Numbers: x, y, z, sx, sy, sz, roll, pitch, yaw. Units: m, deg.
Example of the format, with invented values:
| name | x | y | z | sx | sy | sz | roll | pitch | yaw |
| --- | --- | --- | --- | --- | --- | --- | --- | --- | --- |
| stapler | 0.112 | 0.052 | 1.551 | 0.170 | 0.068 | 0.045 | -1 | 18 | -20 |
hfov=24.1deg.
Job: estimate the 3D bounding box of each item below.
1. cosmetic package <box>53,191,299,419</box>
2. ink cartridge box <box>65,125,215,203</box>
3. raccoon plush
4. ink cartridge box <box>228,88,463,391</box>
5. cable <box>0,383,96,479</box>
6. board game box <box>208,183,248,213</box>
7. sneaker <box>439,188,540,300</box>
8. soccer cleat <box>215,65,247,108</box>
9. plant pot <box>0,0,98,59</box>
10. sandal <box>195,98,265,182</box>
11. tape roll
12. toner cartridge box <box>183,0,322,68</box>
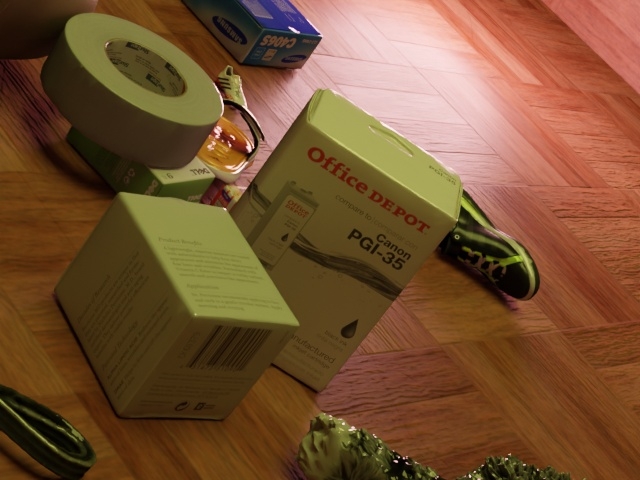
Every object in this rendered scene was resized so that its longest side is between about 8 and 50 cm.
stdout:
| name | x | y | z | sx | sy | sz | roll | pitch | yaw |
| --- | --- | --- | --- | --- | --- | --- | --- | --- | --- |
| cosmetic package | -0.152 | 0.070 | 1.560 | 0.151 | 0.151 | 0.183 | 9 | 37 | -45 |
| ink cartridge box | -0.206 | -0.086 | 1.860 | 0.209 | 0.062 | 0.109 | 46 | 27 | 19 |
| raccoon plush | 0.225 | 0.283 | 1.639 | 0.446 | 0.216 | 0.299 | 42 | 18 | 12 |
| ink cartridge box | 0.000 | 0.000 | 1.717 | 0.207 | 0.283 | 0.117 | 33 | 25 | -8 |
| cable | -0.318 | 0.108 | 1.358 | 0.287 | 0.072 | 0.139 | 37 | 5 | 7 |
| board game box | -0.034 | -0.003 | 1.958 | 0.193 | 0.045 | 0.146 | 6 | 39 | -47 |
| sneaker | 0.223 | 0.014 | 2.248 | 0.097 | 0.084 | 0.234 | -29 | 64 | -37 |
| soccer cleat | -0.129 | -0.226 | 2.229 | 0.029 | 0.035 | 0.083 | 12 | 34 | -42 |
| plant pot | -0.417 | -0.345 | 1.809 | 0.323 | 0.323 | 0.280 | 50 | 11 | 25 |
| sandal | -0.119 | -0.144 | 2.013 | 0.102 | 0.076 | 0.265 | 30 | 14 | -9 |
| tape roll | -0.230 | -0.185 | 1.840 | 0.219 | 0.072 | 0.219 | 27 | 27 | -15 |
| toner cartridge box | -0.164 | -0.423 | 2.474 | 0.165 | 0.075 | 0.348 | -4 | 47 | -53 |
